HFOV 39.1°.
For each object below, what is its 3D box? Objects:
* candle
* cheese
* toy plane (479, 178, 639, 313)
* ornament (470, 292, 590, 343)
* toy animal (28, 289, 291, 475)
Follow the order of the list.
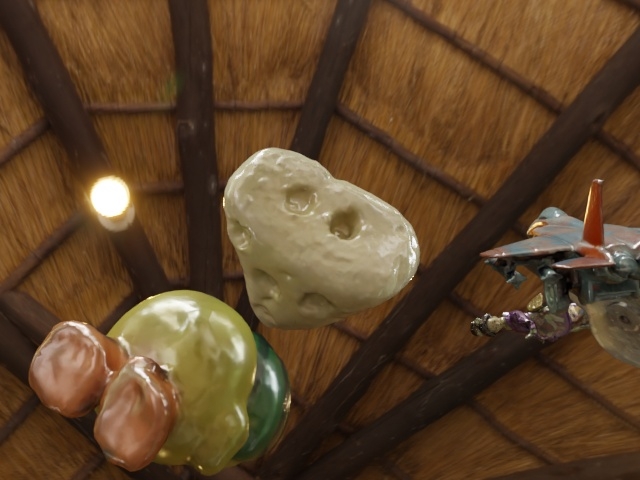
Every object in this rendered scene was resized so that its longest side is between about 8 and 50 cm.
[{"bbox_3d":[0.383,0.074,1.075,0.192,0.168,0.068,50,-116,-22],"label":"candle"},{"bbox_3d":[0.000,0.001,1.205,0.247,0.251,0.174,4,-140,33],"label":"cheese"},{"bbox_3d":[0.242,0.011,0.835,0.222,0.326,0.104,-6,-94,-3],"label":"toy plane"},{"bbox_3d":[0.318,0.117,1.294,0.203,0.081,0.088,-12,-76,2],"label":"ornament"},{"bbox_3d":[-0.148,0.159,1.035,0.216,0.338,0.191,26,-93,27],"label":"toy animal"}]
